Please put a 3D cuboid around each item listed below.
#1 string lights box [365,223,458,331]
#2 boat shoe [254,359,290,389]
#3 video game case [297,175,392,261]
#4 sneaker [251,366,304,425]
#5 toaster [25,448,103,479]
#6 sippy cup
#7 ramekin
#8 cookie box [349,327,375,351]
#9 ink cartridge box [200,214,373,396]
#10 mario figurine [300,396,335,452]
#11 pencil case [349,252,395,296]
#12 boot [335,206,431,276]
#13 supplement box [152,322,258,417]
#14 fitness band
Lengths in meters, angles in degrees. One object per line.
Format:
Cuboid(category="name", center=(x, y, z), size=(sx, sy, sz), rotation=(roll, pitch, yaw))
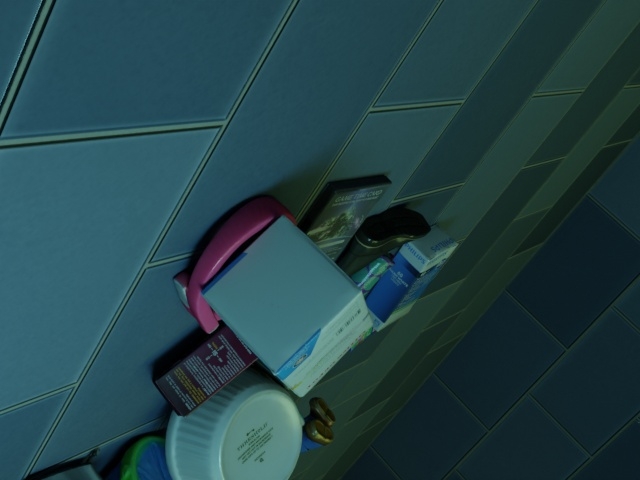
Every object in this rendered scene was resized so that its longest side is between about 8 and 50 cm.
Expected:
Cuboid(category="string lights box", center=(0.206, 0.090, 2.118), size=(0.133, 0.077, 0.260), rotation=(-24, 152, -47))
Cuboid(category="boat shoe", center=(-0.076, 0.226, 1.785), size=(0.103, 0.118, 0.320), rotation=(-51, 167, -10))
Cuboid(category="video game case", center=(0.000, 0.000, 1.591), size=(0.196, 0.026, 0.274), rotation=(-13, 143, -56))
Cuboid(category="sneaker", center=(-0.160, 0.406, 1.972), size=(0.208, 0.127, 0.319), rotation=(-44, 152, -8))
Cuboid(category="toaster", center=(-0.451, 0.468, 1.522), size=(0.186, 0.110, 0.168), rotation=(-50, 161, 16))
Cuboid(category="sippy cup", center=(-0.352, 0.530, 1.711), size=(0.224, 0.240, 0.305), rotation=(-38, 154, 17))
Cuboid(category="ramekin", center=(-0.151, 0.376, 1.693), size=(0.272, 0.127, 0.273), rotation=(-8, 101, -47))
Cuboid(category="cookie box", center=(0.105, 0.216, 2.234), size=(0.107, 0.040, 0.092), rotation=(-37, 159, -22))
Cuboid(category="ink cartridge box", center=(-0.043, 0.107, 1.352), size=(0.171, 0.168, 0.233), rotation=(-44, 162, -8))
Cuboid(category="mario figurine", center=(-0.129, 0.494, 2.182), size=(0.320, 0.170, 0.198), rotation=(-35, 164, 19))
Cuboid(category="pencil case", center=(0.088, 0.079, 1.874), size=(0.152, 0.064, 0.070), rotation=(-48, 145, 14))
Cuboid(category="boot", center=(0.117, 0.008, 1.793), size=(0.197, 0.077, 0.137), rotation=(-7, 145, -40))
Cuboid(category="supplement box", center=(-0.186, 0.211, 1.522), size=(0.188, 0.081, 0.104), rotation=(-38, -178, -17))
Cuboid(category="fitness band", center=(-0.122, 0.042, 1.386), size=(0.209, 0.054, 0.291), rotation=(-39, 162, -14))
